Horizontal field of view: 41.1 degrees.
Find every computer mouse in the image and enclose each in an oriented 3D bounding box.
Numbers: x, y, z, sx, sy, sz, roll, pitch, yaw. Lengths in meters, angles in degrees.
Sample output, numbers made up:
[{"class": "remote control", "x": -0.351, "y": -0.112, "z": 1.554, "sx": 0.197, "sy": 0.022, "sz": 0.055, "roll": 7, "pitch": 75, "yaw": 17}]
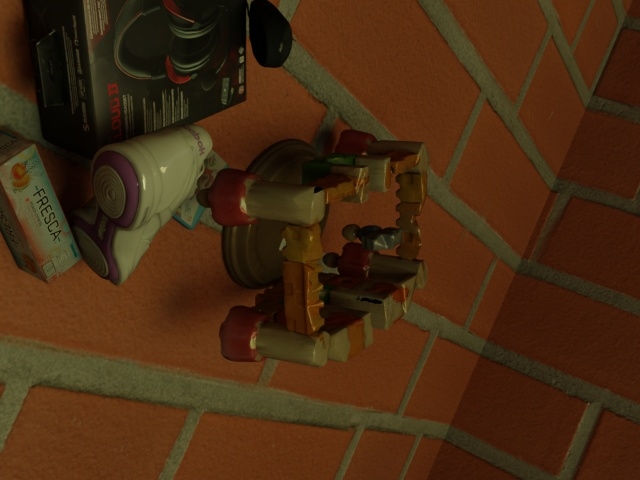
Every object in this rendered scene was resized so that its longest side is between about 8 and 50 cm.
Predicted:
[{"class": "computer mouse", "x": -0.080, "y": -0.300, "z": 1.125, "sx": 0.041, "sy": 0.242, "sz": 0.071, "roll": -9, "pitch": 133, "yaw": -16}]

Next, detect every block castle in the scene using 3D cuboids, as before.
[{"class": "block castle", "x": 0.000, "y": 0.000, "z": 1.384, "sx": 0.453, "sy": 0.213, "sz": 0.302, "roll": -28, "pitch": 120, "yaw": -56}]

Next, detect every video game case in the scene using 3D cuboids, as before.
[{"class": "video game case", "x": -0.205, "y": -0.098, "z": 1.254, "sx": 0.119, "sy": 0.015, "sz": 0.166, "roll": -62, "pitch": 149, "yaw": -10}]

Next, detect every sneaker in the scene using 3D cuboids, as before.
[{"class": "sneaker", "x": -0.216, "y": -0.040, "z": 1.051, "sx": 0.152, "sy": 0.114, "sz": 0.305, "roll": -34, "pitch": 176, "yaw": -35}]

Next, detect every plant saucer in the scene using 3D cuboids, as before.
[{"class": "plant saucer", "x": -0.065, "y": -0.039, "z": 1.492, "sx": 0.278, "sy": 0.041, "sz": 0.277, "roll": -37, "pitch": 139, "yaw": -42}]

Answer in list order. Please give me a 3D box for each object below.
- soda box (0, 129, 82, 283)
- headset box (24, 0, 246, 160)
[{"class": "soda box", "x": -0.349, "y": -0.037, "z": 1.016, "sx": 0.058, "sy": 0.063, "sz": 0.183, "roll": -45, "pitch": 143, "yaw": -34}, {"class": "headset box", "x": -0.224, "y": -0.240, "z": 1.037, "sx": 0.293, "sy": 0.110, "sz": 0.218, "roll": -33, "pitch": 136, "yaw": -44}]
